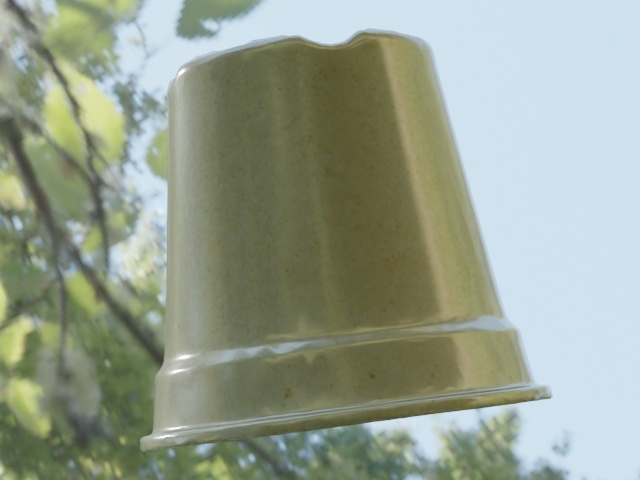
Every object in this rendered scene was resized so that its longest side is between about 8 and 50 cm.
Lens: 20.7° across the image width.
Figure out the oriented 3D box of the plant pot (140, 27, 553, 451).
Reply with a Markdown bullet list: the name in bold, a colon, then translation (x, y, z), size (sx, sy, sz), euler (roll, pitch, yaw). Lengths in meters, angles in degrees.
- **plant pot**: translation (0.000, 0.000, 1.423), size (0.334, 0.334, 0.305), euler (-6, -96, -21)
